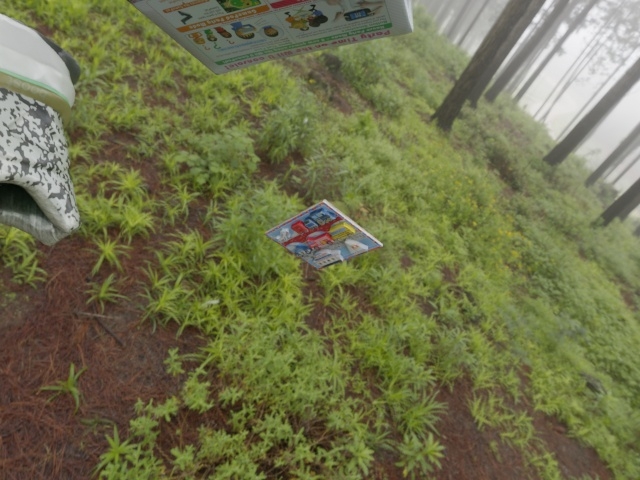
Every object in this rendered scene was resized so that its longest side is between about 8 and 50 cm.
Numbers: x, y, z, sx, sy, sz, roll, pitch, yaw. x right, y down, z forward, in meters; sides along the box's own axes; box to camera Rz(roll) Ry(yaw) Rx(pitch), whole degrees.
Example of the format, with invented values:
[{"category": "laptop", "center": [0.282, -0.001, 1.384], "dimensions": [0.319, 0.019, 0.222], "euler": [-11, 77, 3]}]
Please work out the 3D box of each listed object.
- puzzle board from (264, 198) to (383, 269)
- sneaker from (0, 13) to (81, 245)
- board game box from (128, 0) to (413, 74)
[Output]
[{"category": "puzzle board", "center": [0.000, 0.000, 0.545], "dimensions": [0.096, 0.128, 0.011], "euler": [36, 55, -24]}, {"category": "sneaker", "center": [-0.295, -0.041, 0.215], "dimensions": [0.410, 0.158, 0.181], "euler": [-20, 87, -58]}, {"category": "board game box", "center": [-0.063, -0.253, 0.320], "dimensions": [0.224, 0.097, 0.303], "euler": [-4, -9, 18]}]
